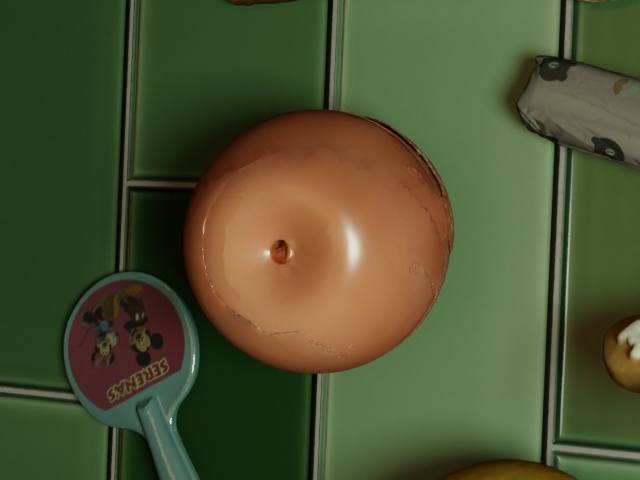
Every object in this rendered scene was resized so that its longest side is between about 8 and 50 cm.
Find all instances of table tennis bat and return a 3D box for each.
[{"bbox_3d":[-0.174,0.148,1.266,0.153,0.040,0.244,-28,75,19],"label":"table tennis bat"}]

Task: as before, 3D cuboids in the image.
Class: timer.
[{"bbox_3d":[0.000,0.000,1.101,0.230,0.215,0.229,2,97,20],"label":"timer"}]

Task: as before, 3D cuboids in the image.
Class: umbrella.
[{"bbox_3d":[0.313,-0.076,1.019,0.337,0.067,0.073,22,101,32],"label":"umbrella"}]

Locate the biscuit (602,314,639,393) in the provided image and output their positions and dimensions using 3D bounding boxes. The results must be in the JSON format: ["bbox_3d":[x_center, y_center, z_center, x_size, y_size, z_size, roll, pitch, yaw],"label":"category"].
[{"bbox_3d":[0.377,0.044,0.945,0.340,0.216,0.047,-23,116,1],"label":"biscuit"}]

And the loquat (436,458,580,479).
[{"bbox_3d":[0.157,0.310,1.025,0.263,0.263,0.263,0,89,22],"label":"loquat"}]

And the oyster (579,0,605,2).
[{"bbox_3d":[0.209,-0.277,1.100,0.177,0.056,0.105,44,117,18],"label":"oyster"}]

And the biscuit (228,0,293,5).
[{"bbox_3d":[-0.030,-0.396,1.206,0.359,0.046,0.359,-1,88,22],"label":"biscuit"}]
